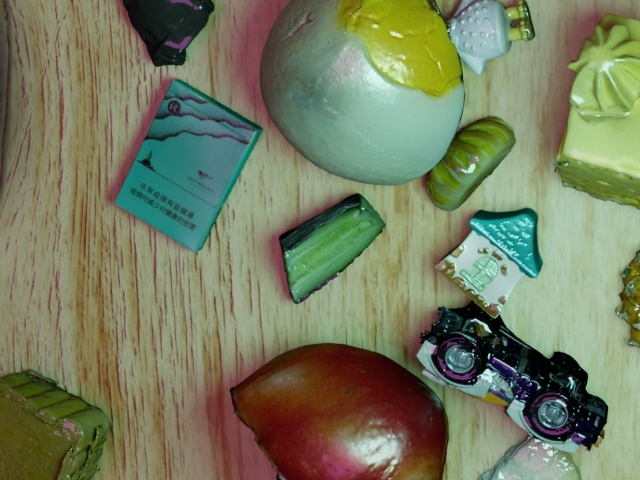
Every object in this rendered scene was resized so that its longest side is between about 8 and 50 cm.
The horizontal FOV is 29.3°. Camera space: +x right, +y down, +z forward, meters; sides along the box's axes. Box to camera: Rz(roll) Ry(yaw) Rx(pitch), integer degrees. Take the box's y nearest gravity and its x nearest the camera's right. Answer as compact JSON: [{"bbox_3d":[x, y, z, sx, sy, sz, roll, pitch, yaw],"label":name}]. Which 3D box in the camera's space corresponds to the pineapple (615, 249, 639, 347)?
[{"bbox_3d":[0.482,0.100,1.729,0.139,0.164,0.250,-13,99,25],"label":"pineapple"}]

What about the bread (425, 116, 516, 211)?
[{"bbox_3d":[0.211,-0.110,1.801,0.083,0.094,0.157,41,115,1],"label":"bread"}]

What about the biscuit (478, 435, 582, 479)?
[{"bbox_3d":[0.315,0.417,1.889,0.188,0.040,0.266,4,101,12],"label":"biscuit"}]

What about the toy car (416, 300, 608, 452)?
[{"bbox_3d":[0.282,0.206,1.782,0.301,0.193,0.118,33,107,6],"label":"toy car"}]

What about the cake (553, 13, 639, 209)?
[{"bbox_3d":[0.436,-0.159,1.606,0.227,0.286,0.223,16,88,15],"label":"cake"}]

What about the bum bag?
[{"bbox_3d":[-0.269,-0.426,1.886,0.142,0.079,0.326,-25,96,25],"label":"bum bag"}]

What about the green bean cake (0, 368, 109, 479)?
[{"bbox_3d":[-0.481,0.351,2.048,0.229,0.131,0.224,23,103,14],"label":"green bean cake"}]

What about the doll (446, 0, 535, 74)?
[{"bbox_3d":[0.206,-0.299,1.774,0.207,0.081,0.129,-10,82,19],"label":"doll"}]

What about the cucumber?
[{"bbox_3d":[0.000,0.000,1.883,0.193,0.086,0.115,-34,134,17],"label":"cucumber"}]

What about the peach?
[{"bbox_3d":[0.022,0.294,1.829,0.338,0.281,0.281,11,102,9],"label":"peach"}]

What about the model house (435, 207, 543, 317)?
[{"bbox_3d":[0.263,0.017,1.803,0.127,0.100,0.149,40,105,5],"label":"model house"}]

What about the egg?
[{"bbox_3d":[0.029,-0.224,1.733,0.337,0.201,0.337,13,112,35],"label":"egg"}]

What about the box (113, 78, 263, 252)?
[{"bbox_3d":[-0.210,-0.118,1.937,0.160,0.042,0.226,30,106,7],"label":"box"}]
